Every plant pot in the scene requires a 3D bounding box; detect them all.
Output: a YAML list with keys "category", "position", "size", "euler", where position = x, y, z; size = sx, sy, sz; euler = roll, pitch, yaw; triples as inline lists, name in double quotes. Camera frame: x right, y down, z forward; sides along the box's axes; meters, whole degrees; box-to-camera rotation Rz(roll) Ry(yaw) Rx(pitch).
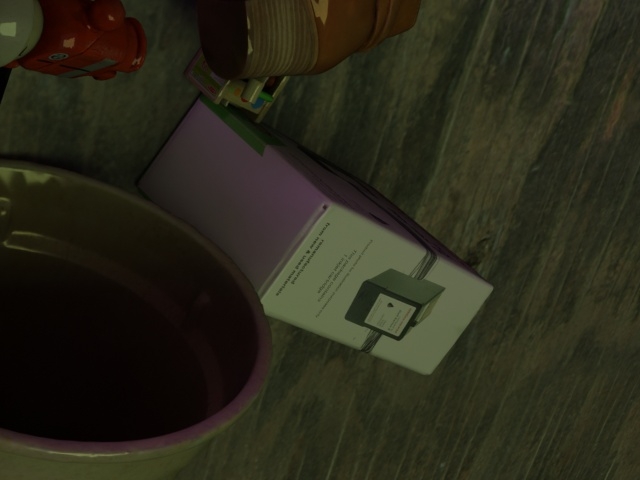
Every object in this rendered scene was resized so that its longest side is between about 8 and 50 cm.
- category: "plant pot"
  position: [-0.242, 0.155, 0.995]
  size: [0.334, 0.334, 0.305]
  euler: [-4, 129, -39]

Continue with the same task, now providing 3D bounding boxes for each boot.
- category: "boot"
  position: [0.008, -0.271, 1.033]
  size: [0.220, 0.109, 0.283]
  euler: [-21, 119, -42]

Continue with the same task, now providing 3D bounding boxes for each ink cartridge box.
- category: "ink cartridge box"
  position: [0.000, 0.000, 1.179]
  size: [0.273, 0.198, 0.115]
  euler: [26, 103, -50]

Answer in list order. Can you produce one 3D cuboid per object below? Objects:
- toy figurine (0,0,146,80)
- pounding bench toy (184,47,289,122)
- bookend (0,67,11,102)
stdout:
- category: "toy figurine"
  position: [-0.185, -0.221, 0.813]
  size: [0.209, 0.213, 0.148]
  euler: [-57, 153, 15]
- category: "pounding bench toy"
  position: [-0.060, -0.132, 1.103]
  size: [0.065, 0.083, 0.052]
  euler: [23, 106, -48]
- category: "bookend"
  position: [-0.318, -0.103, 0.893]
  size: [0.157, 0.156, 0.072]
  euler: [24, 113, -3]
